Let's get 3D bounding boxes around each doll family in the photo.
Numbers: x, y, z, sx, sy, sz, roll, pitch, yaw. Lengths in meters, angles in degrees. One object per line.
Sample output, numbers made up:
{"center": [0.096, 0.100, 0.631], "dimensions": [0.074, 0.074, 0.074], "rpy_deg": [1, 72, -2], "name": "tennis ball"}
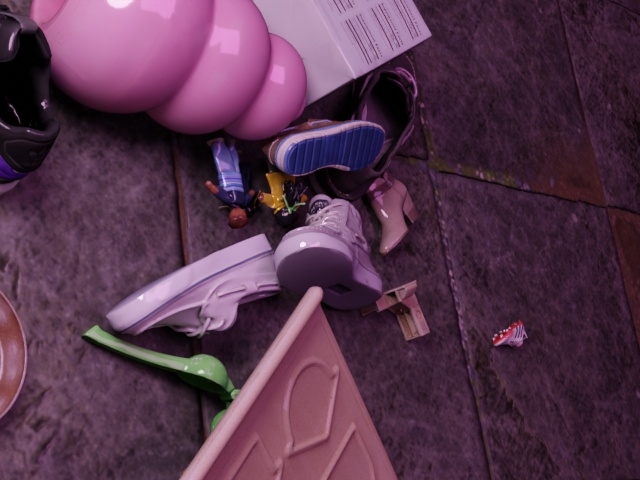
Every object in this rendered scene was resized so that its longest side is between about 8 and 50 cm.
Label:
{"center": [-0.077, -0.062, 1.353], "dimensions": [0.193, 0.076, 0.111], "rpy_deg": [1, 76, -41], "name": "doll family"}

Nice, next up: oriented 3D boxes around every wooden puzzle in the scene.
{"center": [-0.041, 0.273, 1.179], "dimensions": [0.322, 0.081, 0.347], "rpy_deg": [-54, 136, -44], "name": "wooden puzzle"}

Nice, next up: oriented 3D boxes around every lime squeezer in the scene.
{"center": [-0.124, 0.196, 1.191], "dimensions": [0.310, 0.059, 0.110], "rpy_deg": [58, 42, -10], "name": "lime squeezer"}

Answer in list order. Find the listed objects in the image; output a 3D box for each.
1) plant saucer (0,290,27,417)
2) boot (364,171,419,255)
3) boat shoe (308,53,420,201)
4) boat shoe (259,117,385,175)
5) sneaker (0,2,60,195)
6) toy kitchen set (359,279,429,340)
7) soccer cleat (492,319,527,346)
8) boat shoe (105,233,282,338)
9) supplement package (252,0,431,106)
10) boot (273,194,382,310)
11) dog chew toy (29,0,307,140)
{"center": [-0.354, 0.102, 1.017], "dimensions": [0.168, 0.029, 0.168], "rpy_deg": [23, 56, -39], "name": "plant saucer"}
{"center": [0.089, -0.042, 1.540], "dimensions": [0.087, 0.042, 0.118], "rpy_deg": [49, 42, -9], "name": "boot"}
{"center": [0.090, -0.174, 1.555], "dimensions": [0.112, 0.095, 0.335], "rpy_deg": [48, 45, -19], "name": "boat shoe"}
{"center": [0.004, -0.125, 1.364], "dimensions": [0.183, 0.066, 0.066], "rpy_deg": [-9, 121, -45], "name": "boat shoe"}
{"center": [-0.334, -0.203, 1.091], "dimensions": [0.102, 0.146, 0.293], "rpy_deg": [-23, 90, -49], "name": "sneaker"}
{"center": [0.111, 0.099, 1.470], "dimensions": [0.083, 0.068, 0.075], "rpy_deg": [-19, 86, -48], "name": "toy kitchen set"}
{"center": [0.289, 0.148, 1.662], "dimensions": [0.083, 0.029, 0.035], "rpy_deg": [-26, 87, -53], "name": "soccer cleat"}
{"center": [-0.125, 0.064, 1.220], "dimensions": [0.258, 0.095, 0.084], "rpy_deg": [-26, 90, -49], "name": "boat shoe"}
{"center": [-0.006, -0.263, 1.423], "dimensions": [0.203, 0.194, 0.149], "rpy_deg": [-37, 100, -49], "name": "supplement package"}
{"center": [0.000, 0.000, 1.351], "dimensions": [0.258, 0.095, 0.123], "rpy_deg": [43, 30, -66], "name": "boot"}
{"center": [-0.153, -0.214, 1.238], "dimensions": [0.332, 0.207, 0.206], "rpy_deg": [22, 57, -37], "name": "dog chew toy"}
